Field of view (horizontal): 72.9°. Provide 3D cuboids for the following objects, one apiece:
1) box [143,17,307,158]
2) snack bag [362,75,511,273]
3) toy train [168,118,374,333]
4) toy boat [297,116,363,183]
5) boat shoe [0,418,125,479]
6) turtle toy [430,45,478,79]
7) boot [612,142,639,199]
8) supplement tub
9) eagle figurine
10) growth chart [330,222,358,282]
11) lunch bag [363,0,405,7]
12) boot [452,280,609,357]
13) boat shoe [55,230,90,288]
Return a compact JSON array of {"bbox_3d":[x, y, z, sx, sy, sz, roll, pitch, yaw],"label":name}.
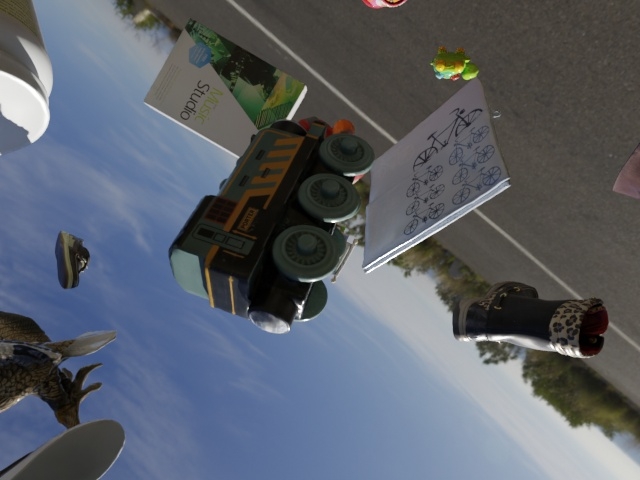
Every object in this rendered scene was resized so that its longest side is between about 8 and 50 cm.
[{"bbox_3d":[-0.227,-0.348,1.049,0.322,0.232,0.058,29,-178,-2],"label":"box"},{"bbox_3d":[0.197,-0.137,0.828,0.037,0.323,0.342,31,-135,-23],"label":"snack bag"},{"bbox_3d":[-0.050,-0.041,0.575,0.191,0.333,0.142,18,144,4],"label":"toy train"},{"bbox_3d":[0.039,-0.263,1.177,0.231,0.151,0.151,49,-137,7],"label":"toy boat"},{"bbox_3d":[-0.362,0.303,0.538,0.229,0.076,0.080,-35,-72,-49],"label":"boat shoe"},{"bbox_3d":[0.366,-0.476,1.186,0.130,0.095,0.066,10,144,10],"label":"turtle toy"},{"bbox_3d":[0.316,-0.041,0.255,0.207,0.090,0.248,36,170,23],"label":"boot"},{"bbox_3d":[-0.545,-0.311,0.636,0.324,0.236,0.235,66,-167,16],"label":"supplement tub"},{"bbox_3d":[-0.494,0.192,0.655,0.298,0.227,0.225,50,-161,-33],"label":"eagle figurine"},{"bbox_3d":[0.000,0.000,1.235,0.237,0.171,0.021,34,-179,-26],"label":"growth chart"},{"bbox_3d":[0.179,-0.631,0.875,0.258,0.293,0.120,45,-176,-30],"label":"lunch bag"},{"bbox_3d":[0.536,0.183,1.061,0.378,0.138,0.284,-2,180,-42],"label":"boot"},{"bbox_3d":[-0.420,0.030,0.741,0.049,0.056,0.152,7,-152,-38],"label":"boat shoe"}]
